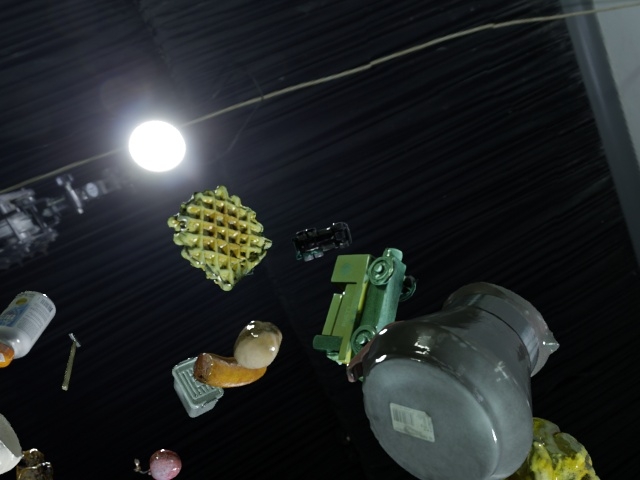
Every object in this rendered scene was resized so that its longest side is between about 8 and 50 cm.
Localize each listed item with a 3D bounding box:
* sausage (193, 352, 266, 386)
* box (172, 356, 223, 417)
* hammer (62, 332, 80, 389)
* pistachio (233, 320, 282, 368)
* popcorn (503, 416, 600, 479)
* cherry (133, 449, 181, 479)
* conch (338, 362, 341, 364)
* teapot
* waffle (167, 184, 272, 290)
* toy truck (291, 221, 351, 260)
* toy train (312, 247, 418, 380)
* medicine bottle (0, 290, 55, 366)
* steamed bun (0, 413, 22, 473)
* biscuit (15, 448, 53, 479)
[{"bbox_3d":[-0.282,0.417,1.463,0.271,0.109,0.108,18,-148,-52],"label":"sausage"},{"bbox_3d":[-0.566,0.671,2.061,0.243,0.163,0.135,47,133,28],"label":"box"},{"bbox_3d":[-0.774,0.374,1.400,0.198,0.013,0.062,-115,11,-52],"label":"hammer"},{"bbox_3d":[-0.174,0.286,1.235,0.185,0.108,0.126,-37,72,43],"label":"pistachio"},{"bbox_3d":[0.499,0.558,1.046,0.274,0.279,0.335,-136,54,-58],"label":"popcorn"},{"bbox_3d":[-0.589,0.795,1.615,0.090,0.226,0.106,-57,-45,-58],"label":"cherry"},{"bbox_3d":[0.088,0.491,2.227,0.131,0.199,0.172,30,167,-11],"label":"conch"},{"bbox_3d":[0.247,0.248,0.891,0.376,0.362,0.305,-1,106,40],"label":"teapot"},{"bbox_3d":[-0.298,-0.017,1.369,0.073,0.317,0.297,-31,103,36],"label":"waffle"},{"bbox_3d":[0.000,0.000,1.708,0.116,0.216,0.110,-178,71,-82],"label":"toy truck"},{"bbox_3d":[0.130,0.210,1.344,0.253,0.396,0.160,-5,150,43],"label":"toy train"},{"bbox_3d":[-1.139,0.334,1.704,0.288,0.157,0.156,-91,-16,-58],"label":"medicine bottle"},{"bbox_3d":[-0.929,0.569,1.265,0.183,0.106,0.182,43,153,29],"label":"steamed bun"},{"bbox_3d":[-0.920,0.853,1.511,0.334,0.081,0.289,54,151,31],"label":"biscuit"}]
